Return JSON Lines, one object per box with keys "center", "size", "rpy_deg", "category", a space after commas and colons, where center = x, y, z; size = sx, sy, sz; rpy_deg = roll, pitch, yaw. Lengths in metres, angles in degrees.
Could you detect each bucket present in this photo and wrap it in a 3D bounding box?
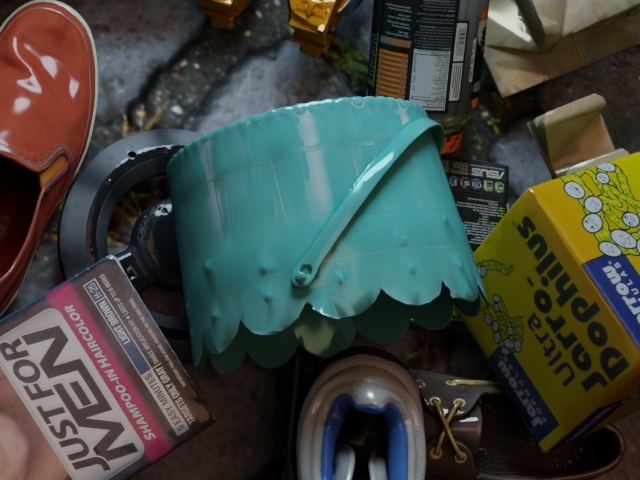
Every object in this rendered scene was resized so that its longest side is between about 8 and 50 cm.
{"center": [0.000, 0.000, 1.076], "size": [0.281, 0.281, 0.183], "rpy_deg": [-8, 79, -21], "category": "bucket"}

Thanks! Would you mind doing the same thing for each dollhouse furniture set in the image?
{"center": [0.357, -0.275, 1.372], "size": [0.394, 0.256, 0.362], "rpy_deg": [-22, 83, -1], "category": "dollhouse furniture set"}

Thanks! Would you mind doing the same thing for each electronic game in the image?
{"center": [-0.138, 0.004, 1.182], "size": [0.229, 0.048, 0.229], "rpy_deg": [5, 78, -23], "category": "electronic game"}

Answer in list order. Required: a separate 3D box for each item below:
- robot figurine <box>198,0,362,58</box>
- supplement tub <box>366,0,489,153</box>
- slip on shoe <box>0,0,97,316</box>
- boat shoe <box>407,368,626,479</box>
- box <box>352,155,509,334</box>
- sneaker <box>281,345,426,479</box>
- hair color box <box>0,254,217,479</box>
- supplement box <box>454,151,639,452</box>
{"center": [-0.010, -0.342, 1.279], "size": [0.211, 0.085, 0.291], "rpy_deg": [20, 70, 9], "category": "robot figurine"}
{"center": [0.107, -0.190, 1.246], "size": [0.117, 0.117, 0.190], "rpy_deg": [-3, 112, -20], "category": "supplement tub"}
{"center": [-0.282, -0.078, 1.127], "size": [0.123, 0.101, 0.331], "rpy_deg": [20, 70, -12], "category": "slip on shoe"}
{"center": [0.141, 0.188, 1.206], "size": [0.325, 0.097, 0.116], "rpy_deg": [11, 74, -16], "category": "boat shoe"}
{"center": [0.105, 0.001, 1.271], "size": [0.191, 0.045, 0.184], "rpy_deg": [5, 77, -18], "category": "box"}
{"center": [0.011, 0.249, 1.034], "size": [0.130, 0.236, 0.322], "rpy_deg": [12, 91, 2], "category": "sneaker"}
{"center": [-0.281, 0.175, 1.032], "size": [0.347, 0.105, 0.174], "rpy_deg": [-33, 92, -15], "category": "hair color box"}
{"center": [0.338, 0.033, 1.209], "size": [0.357, 0.195, 0.194], "rpy_deg": [-18, 66, -31], "category": "supplement box"}
